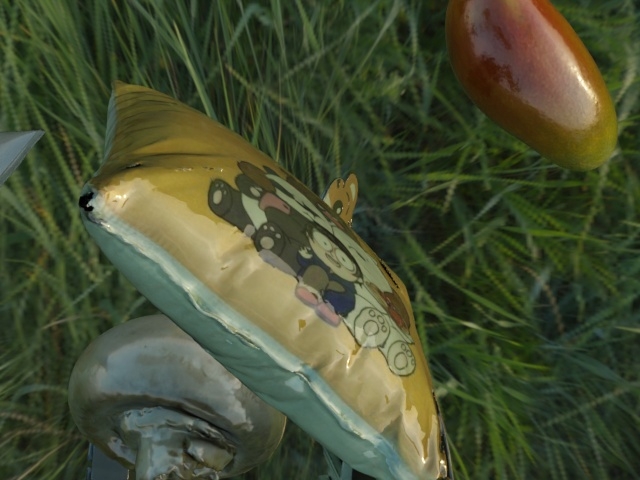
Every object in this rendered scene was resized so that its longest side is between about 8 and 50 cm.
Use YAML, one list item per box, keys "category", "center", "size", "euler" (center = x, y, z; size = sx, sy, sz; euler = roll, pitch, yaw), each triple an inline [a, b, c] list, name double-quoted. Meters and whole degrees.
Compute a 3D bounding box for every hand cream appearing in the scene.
- category: "hand cream"
  center: [-0.295, -0.058, 1.049]
  size: [0.054, 0.186, 0.087]
  euler: [52, 59, -35]

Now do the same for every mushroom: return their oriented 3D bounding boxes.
- category: "mushroom"
  center: [-0.149, 0.178, 1.356]
  size: [0.227, 0.226, 0.178]
  euler: [14, 61, -2]

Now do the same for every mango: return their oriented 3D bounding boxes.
- category: "mango"
  center: [0.247, -0.181, 1.499]
  size: [0.289, 0.146, 0.129]
  euler: [41, 56, -23]

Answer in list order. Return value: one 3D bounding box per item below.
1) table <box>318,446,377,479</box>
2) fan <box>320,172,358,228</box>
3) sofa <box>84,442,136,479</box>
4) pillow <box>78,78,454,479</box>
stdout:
- category: "table"
  center: [0.016, 0.229, 1.269]
  size: [0.111, 0.121, 0.240]
  euler: [-3, 118, -17]
- category: "fan"
  center: [0.000, 0.000, 1.504]
  size: [0.008, 0.227, 0.152]
  euler: [10, 97, 20]
- category: "sofa"
  center: [-0.259, 0.282, 1.640]
  size: [0.060, 0.085, 0.147]
  euler: [1, 72, 2]
- category: "pillow"
  center: [-0.038, 0.021, 0.916]
  size: [0.310, 0.312, 0.119]
  euler: [39, 99, -14]
